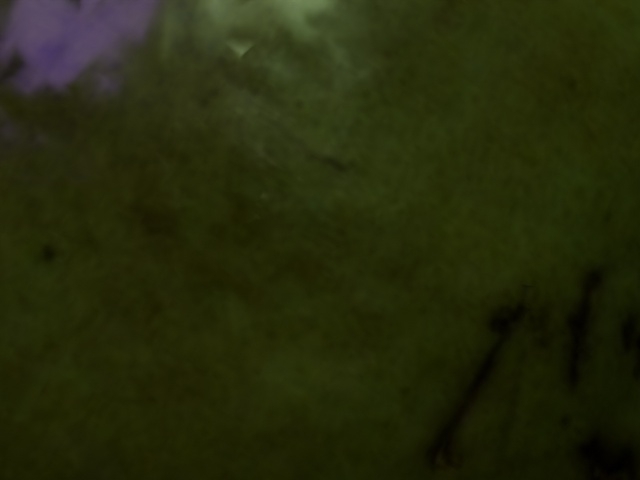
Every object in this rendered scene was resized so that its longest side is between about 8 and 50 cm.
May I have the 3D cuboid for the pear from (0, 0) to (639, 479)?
[{"bbox_3d":[0.000,0.000,0.516,0.304,0.304,0.304,0,41,0],"label":"pear"}]
